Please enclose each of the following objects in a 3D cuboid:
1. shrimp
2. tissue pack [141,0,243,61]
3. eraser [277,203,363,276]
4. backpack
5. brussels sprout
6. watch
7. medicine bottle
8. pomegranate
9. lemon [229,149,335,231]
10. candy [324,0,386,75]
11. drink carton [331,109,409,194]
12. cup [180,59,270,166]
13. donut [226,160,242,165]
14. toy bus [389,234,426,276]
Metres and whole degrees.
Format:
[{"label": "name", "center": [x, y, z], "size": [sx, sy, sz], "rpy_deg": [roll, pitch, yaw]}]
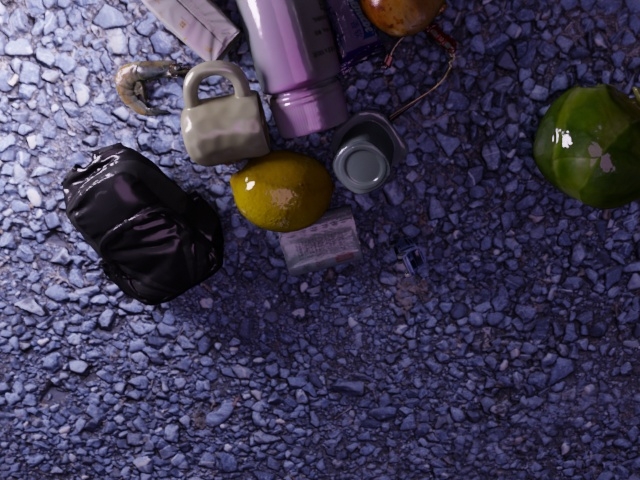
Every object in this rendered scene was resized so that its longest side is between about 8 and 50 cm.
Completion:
[{"label": "shrimp", "center": [-0.450, -0.416, 1.625], "size": [0.217, 0.051, 0.150], "rpy_deg": [-6, 112, 8]}, {"label": "tissue pack", "center": [-0.317, -0.562, 1.506], "size": [0.225, 0.185, 0.124], "rpy_deg": [41, 99, -14]}, {"label": "eraser", "center": [0.000, 0.000, 1.761], "size": [0.226, 0.081, 0.174], "rpy_deg": [-14, 105, 3]}, {"label": "backpack", "center": [-0.491, -0.052, 1.639], "size": [0.363, 0.255, 0.446], "rpy_deg": [-29, 121, 8]}, {"label": "brussels sprout", "center": [0.765, -0.243, 1.616], "size": [0.371, 0.276, 0.315], "rpy_deg": [13, 95, -13]}, {"label": "watch", "center": [0.245, -0.462, 1.619], "size": [0.268, 0.102, 0.165], "rpy_deg": [-39, 99, 19]}, {"label": "medicine bottle", "center": [-0.065, -0.474, 1.526], "size": [0.219, 0.219, 0.388], "rpy_deg": [-16, 108, 3]}, {"label": "pomegranate", "center": [0.212, -0.628, 1.484], "size": [0.248, 0.248, 0.248], "rpy_deg": [-1, 108, -2]}, {"label": "lemon", "center": [-0.099, -0.134, 1.636], "size": [0.263, 0.236, 0.236], "rpy_deg": [-5, 109, 17]}, {"label": "candy", "center": [0.069, -0.589, 1.573], "size": [0.145, 0.070, 0.275], "rpy_deg": [-21, 104, -2]}, {"label": "drink carton", "center": [0.114, -0.228, 1.618], "size": [0.185, 0.190, 0.191], "rpy_deg": [-31, 108, 28]}, {"label": "cup", "center": [-0.248, -0.305, 1.504], "size": [0.202, 0.173, 0.255], "rpy_deg": [-11, 152, 2]}, {"label": "donut", "center": [-0.251, -0.270, 1.669], "size": [0.166, 0.065, 0.117], "rpy_deg": [-31, 105, 9]}, {"label": "toy bus", "center": [0.256, 0.041, 1.738], "size": [0.076, 0.167, 0.073], "rpy_deg": [-25, 108, 3]}]
